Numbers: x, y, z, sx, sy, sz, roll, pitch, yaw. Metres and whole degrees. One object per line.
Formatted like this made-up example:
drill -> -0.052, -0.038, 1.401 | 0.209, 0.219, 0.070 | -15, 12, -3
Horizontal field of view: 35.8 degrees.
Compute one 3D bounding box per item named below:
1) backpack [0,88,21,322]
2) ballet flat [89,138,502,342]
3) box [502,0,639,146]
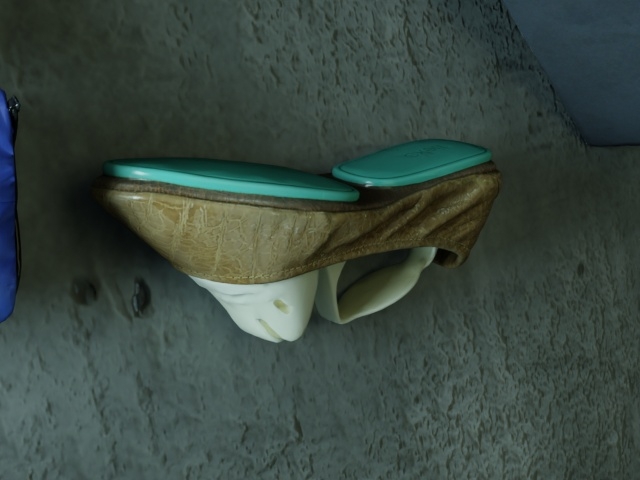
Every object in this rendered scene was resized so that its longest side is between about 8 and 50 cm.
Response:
backpack -> -0.206, -0.010, 0.482 | 0.101, 0.098, 0.120 | -13, 103, -44
ballet flat -> 0.000, 0.000, 0.675 | 0.342, 0.116, 0.124 | -9, 110, -46
box -> 0.325, -0.399, 0.817 | 0.480, 0.297, 0.472 | 42, 56, -47
